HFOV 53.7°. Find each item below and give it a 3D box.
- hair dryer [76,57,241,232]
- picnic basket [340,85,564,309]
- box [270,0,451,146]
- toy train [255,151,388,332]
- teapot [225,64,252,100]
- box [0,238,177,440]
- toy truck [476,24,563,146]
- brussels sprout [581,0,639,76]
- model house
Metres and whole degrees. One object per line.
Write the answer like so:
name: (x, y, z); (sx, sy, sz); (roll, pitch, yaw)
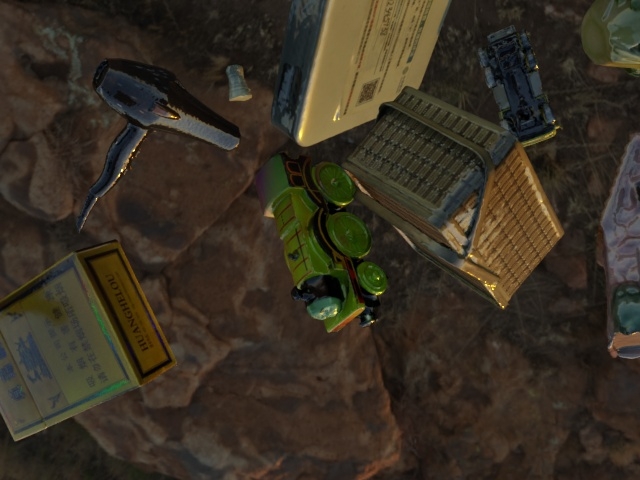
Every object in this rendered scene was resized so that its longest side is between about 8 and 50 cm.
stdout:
hair dryer: (-0.350, -0.154, 1.218); (0.303, 0.120, 0.359); (25, 106, -46)
picnic basket: (0.196, -0.056, 0.960); (0.175, 0.228, 0.313); (-50, 138, -1)
box: (0.095, -0.401, 1.218); (0.111, 0.396, 0.396); (43, 139, 23)
toy train: (0.000, 0.000, 0.985); (0.160, 0.296, 0.100); (3, 147, -36)
teapot: (-0.202, -0.383, 1.540); (0.057, 0.067, 0.083); (-12, 96, -2)
box: (-0.365, 0.148, 0.898); (0.301, 0.084, 0.193); (-27, 88, 30)
toy truck: (0.468, -0.354, 1.482); (0.124, 0.157, 0.272); (-19, 81, 28)
brussels sprout: (0.575, -0.373, 1.030); (0.271, 0.210, 0.220); (-14, 90, 13)
model house: (0.435, -0.001, 0.721); (0.236, 0.238, 0.202); (-11, 157, 26)
